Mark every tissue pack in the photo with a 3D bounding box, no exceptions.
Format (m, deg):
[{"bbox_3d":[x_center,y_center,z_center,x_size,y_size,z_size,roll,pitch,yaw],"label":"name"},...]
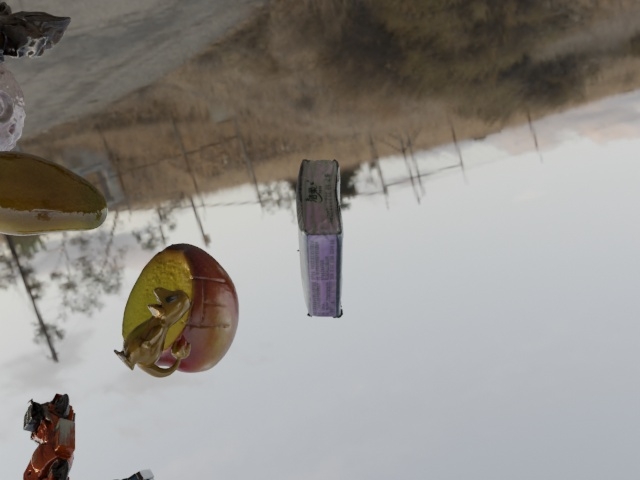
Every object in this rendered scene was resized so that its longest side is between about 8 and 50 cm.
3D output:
[{"bbox_3d":[0.000,0.000,2.023,0.122,0.361,0.259,-3,-130,-3],"label":"tissue pack"}]

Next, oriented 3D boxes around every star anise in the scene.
[{"bbox_3d":[-0.526,-0.327,1.235,0.263,0.081,0.230,1,-142,-17],"label":"star anise"}]

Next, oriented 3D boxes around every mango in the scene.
[{"bbox_3d":[-0.439,-0.068,1.205,0.228,0.136,0.099,10,143,-25],"label":"mango"}]

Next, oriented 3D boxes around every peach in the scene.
[{"bbox_3d":[-0.293,0.144,1.718,0.249,0.274,0.245,12,-179,15],"label":"peach"}]

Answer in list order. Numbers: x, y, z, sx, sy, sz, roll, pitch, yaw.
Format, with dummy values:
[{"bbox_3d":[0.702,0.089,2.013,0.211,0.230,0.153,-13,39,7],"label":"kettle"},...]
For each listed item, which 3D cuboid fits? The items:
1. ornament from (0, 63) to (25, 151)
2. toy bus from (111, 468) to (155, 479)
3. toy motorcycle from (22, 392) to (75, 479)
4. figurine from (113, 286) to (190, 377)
[{"bbox_3d":[-0.759,-0.283,1.690,0.225,0.259,0.259,3,-162,27],"label":"ornament"},{"bbox_3d":[-0.437,0.604,1.597,0.288,0.175,0.138,-33,170,-9],"label":"toy bus"},{"bbox_3d":[-0.666,0.532,1.931,0.221,0.148,0.325,-51,-148,19],"label":"toy motorcycle"},{"bbox_3d":[-0.296,0.178,1.500,0.176,0.122,0.121,-59,-165,-11],"label":"figurine"}]
